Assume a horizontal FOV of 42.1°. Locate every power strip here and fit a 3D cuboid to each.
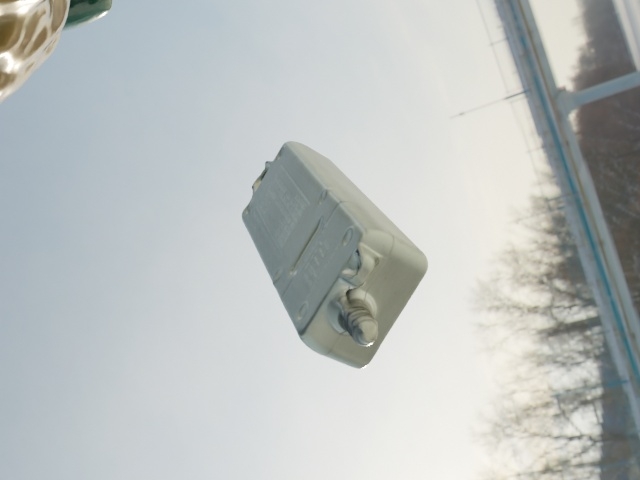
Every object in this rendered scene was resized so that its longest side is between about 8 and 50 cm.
[{"bbox_3d":[0.000,0.000,0.672,0.058,0.098,0.338,28,-169,-21],"label":"power strip"}]

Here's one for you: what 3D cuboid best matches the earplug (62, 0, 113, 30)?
[{"bbox_3d":[-0.391,-0.423,1.053,0.163,0.257,0.280,-19,-50,-37],"label":"earplug"}]

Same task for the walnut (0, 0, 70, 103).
[{"bbox_3d":[-0.314,-0.229,0.623,0.285,0.285,0.297,-62,-26,-59],"label":"walnut"}]
